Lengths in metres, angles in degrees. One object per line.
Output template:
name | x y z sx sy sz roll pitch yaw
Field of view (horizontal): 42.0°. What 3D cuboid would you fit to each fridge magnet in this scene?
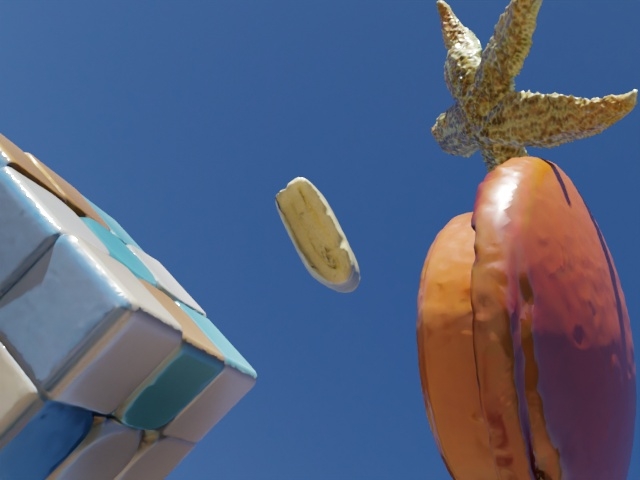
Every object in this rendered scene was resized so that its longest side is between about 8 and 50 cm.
fridge magnet | 0.200 0.105 0.762 0.155 0.363 0.364 -10 -70 29

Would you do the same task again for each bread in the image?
bread | -0.001 0.000 1.029 0.060 0.178 0.140 -27 -100 1

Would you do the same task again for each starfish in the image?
starfish | 0.194 -0.164 0.921 0.358 0.078 0.347 87 -19 -45

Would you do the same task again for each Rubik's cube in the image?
Rubik's cube | -0.340 0.131 0.934 0.347 0.346 0.344 -47 -117 -3
